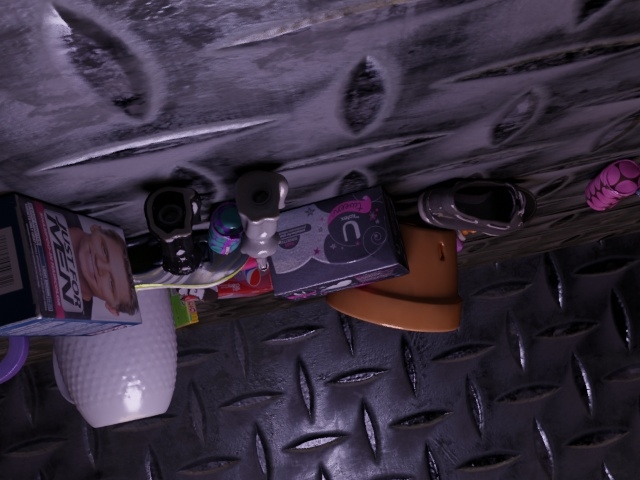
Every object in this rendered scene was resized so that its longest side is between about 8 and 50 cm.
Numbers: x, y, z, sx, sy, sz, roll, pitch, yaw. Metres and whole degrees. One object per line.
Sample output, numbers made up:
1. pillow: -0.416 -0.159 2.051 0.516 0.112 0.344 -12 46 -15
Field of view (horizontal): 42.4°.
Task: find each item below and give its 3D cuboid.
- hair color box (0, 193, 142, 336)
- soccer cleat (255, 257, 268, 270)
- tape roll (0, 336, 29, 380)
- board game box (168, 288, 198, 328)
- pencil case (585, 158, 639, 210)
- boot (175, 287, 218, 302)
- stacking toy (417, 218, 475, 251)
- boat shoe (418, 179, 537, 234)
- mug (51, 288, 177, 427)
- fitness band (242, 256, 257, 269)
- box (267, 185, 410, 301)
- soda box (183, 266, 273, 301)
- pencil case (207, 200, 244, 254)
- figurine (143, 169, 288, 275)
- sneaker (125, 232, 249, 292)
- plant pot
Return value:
1. hair color box: -0.393 0.050 1.233 0.105 0.173 0.347 -15 171 7
2. soccer cleat: -0.122 0.048 1.743 0.029 0.035 0.083 -15 172 -4
3. tape roll: -0.753 0.232 1.839 0.189 0.188 0.080 -11 171 -11
4. board game box: -0.421 0.183 2.202 0.260 0.124 0.039 -20 169 42
5. pencil case: 0.681 -0.127 1.907 0.098 0.095 0.209 -33 173 0
6. boot: -0.300 0.099 1.917 0.107 0.037 0.114 19 -168 -31
7. stacking toy: 0.285 -0.007 1.988 0.302 0.165 0.175 -27 156 15
8. boat shoe: 0.356 -0.071 1.722 0.335 0.112 0.096 -2 171 -35
9. mug: -0.503 0.263 1.926 0.374 0.327 0.276 -19 169 36
10. fitness band: -0.211 0.039 1.816 0.209 0.054 0.291 -10 172 -15
11. box: 0.029 0.009 1.599 0.248 0.163 0.142 -14 168 11
12. soda box: -0.230 0.099 2.076 0.092 0.083 0.263 -19 169 35
13. pencil case: -0.164 -0.020 1.450 0.065 0.070 0.151 -10 170 -11
14. figurine: -0.154 -0.014 1.285 0.215 0.092 0.209 -11 157 -10
15. sneaker: -0.272 0.036 1.552 0.300 0.111 0.121 -12 167 -19
16. plant pot: 0.173 0.057 1.759 0.291 0.203 0.291 11 -172 -1
